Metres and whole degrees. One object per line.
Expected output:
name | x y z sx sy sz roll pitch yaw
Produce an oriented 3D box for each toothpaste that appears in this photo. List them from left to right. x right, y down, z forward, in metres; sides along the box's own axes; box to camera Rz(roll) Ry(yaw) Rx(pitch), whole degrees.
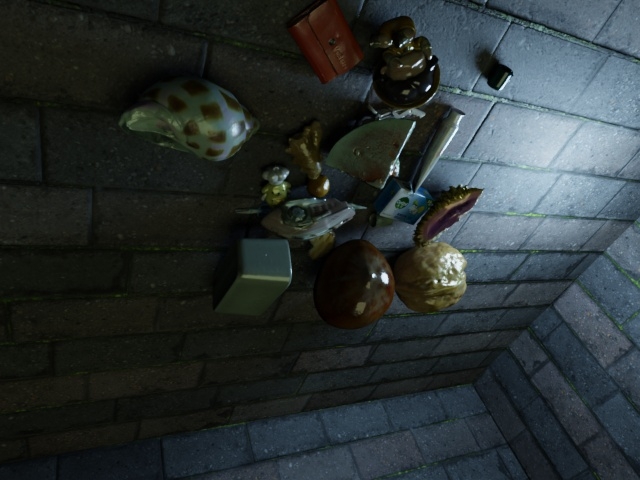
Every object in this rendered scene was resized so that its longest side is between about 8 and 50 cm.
toothpaste | 0.405 -0.316 1.629 0.066 0.100 0.323 21 124 -8

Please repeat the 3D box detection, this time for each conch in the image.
conch | -0.318 -0.310 1.195 0.250 0.196 0.368 -6 160 39

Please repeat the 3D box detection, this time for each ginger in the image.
ginger | -0.045 -0.275 1.449 0.115 0.081 0.205 -38 141 -35

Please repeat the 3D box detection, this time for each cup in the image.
cup | 0.241 -0.090 1.823 0.084 0.074 0.054 -3 172 -28

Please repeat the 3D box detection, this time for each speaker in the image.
speaker | -0.260 0.139 1.652 0.185 0.183 0.406 4 151 -25
speaker | 0.602 -0.532 1.506 0.095 0.060 0.075 3 134 -29

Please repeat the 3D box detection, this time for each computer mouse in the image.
computer mouse | -0.016 -0.066 1.614 0.390 0.114 0.199 -6 162 -16

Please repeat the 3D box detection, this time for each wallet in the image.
wallet | 0.018 -0.533 1.228 0.142 0.045 0.204 -33 140 9

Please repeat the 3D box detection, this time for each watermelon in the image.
watermelon | 0.208 -0.269 1.452 0.320 0.213 0.290 13 147 -40

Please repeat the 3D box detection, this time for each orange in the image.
orange | -0.008 -0.187 1.566 0.085 0.085 0.085 -14 139 -13

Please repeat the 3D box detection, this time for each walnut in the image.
walnut | 0.474 0.166 2.024 0.344 0.306 0.305 -15 139 -14

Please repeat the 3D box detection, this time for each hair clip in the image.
hair clip | 0.242 -0.416 1.474 0.226 0.034 0.072 -12 138 -15

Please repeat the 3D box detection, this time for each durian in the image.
durian | 0.477 -0.119 1.815 0.112 0.191 0.341 42 103 -16

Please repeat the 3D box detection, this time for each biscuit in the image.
biscuit | 0.000 0.000 1.784 0.118 0.061 0.183 -16 141 -13

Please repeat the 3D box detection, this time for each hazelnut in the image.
hazelnut | 0.136 0.177 1.804 0.366 0.365 0.365 -14 139 -13

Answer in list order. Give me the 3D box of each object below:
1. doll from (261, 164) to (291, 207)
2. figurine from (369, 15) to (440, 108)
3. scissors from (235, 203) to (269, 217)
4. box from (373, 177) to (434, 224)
doll | -0.147 -0.181 1.514 0.106 0.062 0.162 -16 138 -17
figurine | 0.234 -0.497 1.280 0.193 0.167 0.256 -7 143 13
scissors | -0.237 -0.103 1.589 0.119 0.014 0.058 -2 131 -29
box | 0.323 -0.148 1.772 0.194 0.073 0.139 12 128 -35
